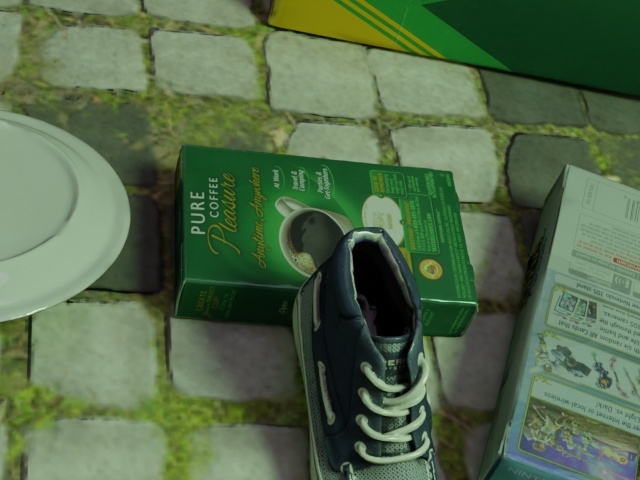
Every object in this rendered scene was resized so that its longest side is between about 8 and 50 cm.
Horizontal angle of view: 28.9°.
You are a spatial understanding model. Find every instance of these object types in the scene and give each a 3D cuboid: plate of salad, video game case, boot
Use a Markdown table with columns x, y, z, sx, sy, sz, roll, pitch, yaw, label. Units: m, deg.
| x | y | z | sx | sy | sz | roll | pitch | yaw | label |
| --- | --- | --- | --- | --- | --- | --- | --- | --- | --- |
| -0.212 | -0.013 | 0.722 | 0.199 | 0.048 | 0.200 | 8 | 39 | -6 | plate of salad |
| 0.247 | 0.096 | 0.754 | 0.269 | 0.061 | 0.244 | 21 | 47 | 2 | video game case |
| 0.029 | 0.091 | 0.655 | 0.069 | 0.086 | 0.190 | -9 | 68 | -19 | boot |

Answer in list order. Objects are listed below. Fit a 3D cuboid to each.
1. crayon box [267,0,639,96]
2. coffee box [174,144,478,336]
| x | y | z | sx | sy | sz | roll | pitch | yaw | label |
| --- | --- | --- | --- | --- | --- | --- | --- | --- | --- |
| 0.129 | -0.300 | 1.027 | 0.313 | 0.106 | 0.363 | 10 | 48 | -8 | crayon box |
| 0.000 | 0.000 | 0.776 | 0.184 | 0.040 | 0.113 | 4 | 51 | -14 | coffee box |
